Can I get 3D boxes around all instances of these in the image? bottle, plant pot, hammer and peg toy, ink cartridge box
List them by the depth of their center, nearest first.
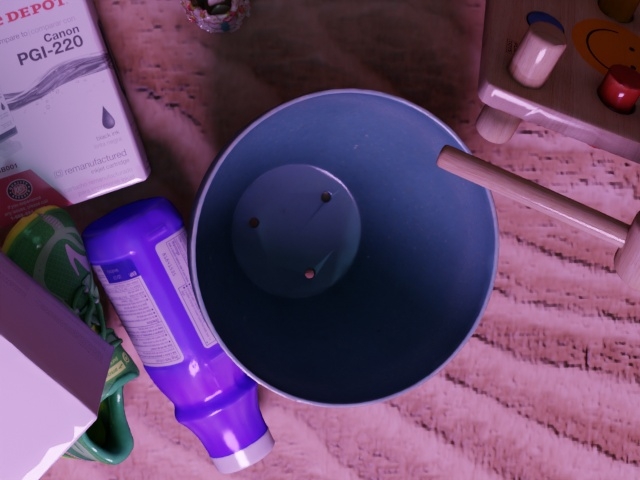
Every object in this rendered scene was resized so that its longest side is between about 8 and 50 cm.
[{"bbox_3d":[0.260,-0.137,1.432,0.265,0.361,0.127,21,132,-8],"label":"hammer and peg toy"},{"bbox_3d":[0.000,0.000,1.499,0.290,0.195,0.290,-1,95,-16],"label":"plant pot"},{"bbox_3d":[-0.272,-0.142,1.513,0.158,0.092,0.218,-19,100,-1],"label":"ink cartridge box"},{"bbox_3d":[-0.135,0.096,1.557,0.092,0.118,0.283,-32,103,-27],"label":"bottle"}]

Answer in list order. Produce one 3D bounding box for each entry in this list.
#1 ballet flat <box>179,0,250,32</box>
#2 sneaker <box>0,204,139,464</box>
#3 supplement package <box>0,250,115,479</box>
[{"bbox_3d":[-0.129,-0.312,1.498,0.091,0.077,0.241,-26,102,2],"label":"ballet flat"},{"bbox_3d":[-0.231,0.094,1.515,0.123,0.109,0.296,16,130,31],"label":"sneaker"},{"bbox_3d":[-0.302,0.111,1.343,0.194,0.203,0.149,41,97,-11],"label":"supplement package"}]
